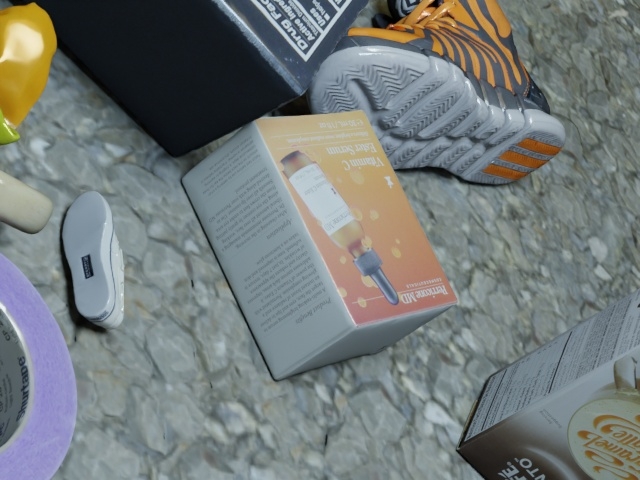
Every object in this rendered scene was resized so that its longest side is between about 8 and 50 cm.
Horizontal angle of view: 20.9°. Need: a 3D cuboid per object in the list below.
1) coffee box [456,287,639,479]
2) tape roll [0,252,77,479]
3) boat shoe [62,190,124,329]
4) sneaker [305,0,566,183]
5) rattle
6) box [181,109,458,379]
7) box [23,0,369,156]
[{"bbox_3d":[0.246,0.127,1.321,0.141,0.246,0.098,44,39,-12],"label":"coffee box"},{"bbox_3d":[-0.237,0.082,0.975,0.189,0.080,0.189,28,44,-32],"label":"tape roll"},{"bbox_3d":[-0.148,0.015,1.166,0.035,0.035,0.100,50,22,-55],"label":"boat shoe"},{"bbox_3d":[0.074,-0.158,1.483,0.321,0.124,0.180,16,46,-53],"label":"sneaker"},{"bbox_3d":[-0.197,-0.076,1.028,0.130,0.143,0.200,45,-4,4],"label":"rattle"},{"bbox_3d":[0.000,0.000,1.284,0.130,0.091,0.170,-11,70,-50],"label":"box"},{"bbox_3d":[-0.089,-0.275,1.263,0.296,0.183,0.294,47,54,-17],"label":"box"}]
